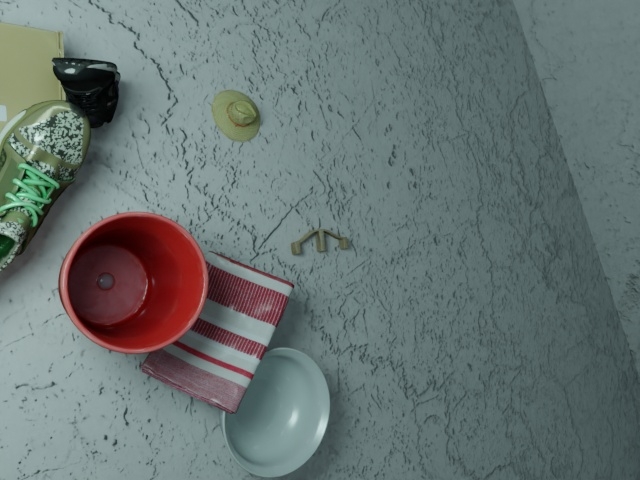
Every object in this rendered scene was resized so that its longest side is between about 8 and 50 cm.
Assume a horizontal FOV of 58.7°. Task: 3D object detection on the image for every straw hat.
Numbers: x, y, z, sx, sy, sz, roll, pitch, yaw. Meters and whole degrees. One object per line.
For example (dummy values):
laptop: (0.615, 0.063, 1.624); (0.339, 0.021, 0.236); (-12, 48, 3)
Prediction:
straw hat: (-0.201, -0.326, 1.455); (0.144, 0.061, 0.144); (5, 82, -36)

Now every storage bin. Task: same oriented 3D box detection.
storage bin: (-0.640, -0.285, 1.095); (0.262, 0.123, 0.260); (-1, 87, -36)

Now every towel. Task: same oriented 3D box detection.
towel: (-0.229, 0.198, 1.307); (0.237, 0.037, 0.329); (21, 65, 8)

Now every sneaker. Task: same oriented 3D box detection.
sneaker: (-0.454, -0.288, 1.140); (0.107, 0.283, 0.124); (2, 98, -7)
sneaker: (-0.539, -0.062, 1.031); (0.410, 0.182, 0.158); (-55, 137, 2)

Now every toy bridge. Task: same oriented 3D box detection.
toy bridge: (0.000, 0.000, 1.589); (0.188, 0.026, 0.063); (-6, 88, -37)

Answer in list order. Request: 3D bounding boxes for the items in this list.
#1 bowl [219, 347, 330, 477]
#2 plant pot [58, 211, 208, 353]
bowl: (-0.131, 0.407, 1.385); (0.298, 0.134, 0.298); (5, 82, -35)
plant pot: (-0.403, 0.085, 1.153); (0.275, 0.243, 0.275); (4, 84, -36)
